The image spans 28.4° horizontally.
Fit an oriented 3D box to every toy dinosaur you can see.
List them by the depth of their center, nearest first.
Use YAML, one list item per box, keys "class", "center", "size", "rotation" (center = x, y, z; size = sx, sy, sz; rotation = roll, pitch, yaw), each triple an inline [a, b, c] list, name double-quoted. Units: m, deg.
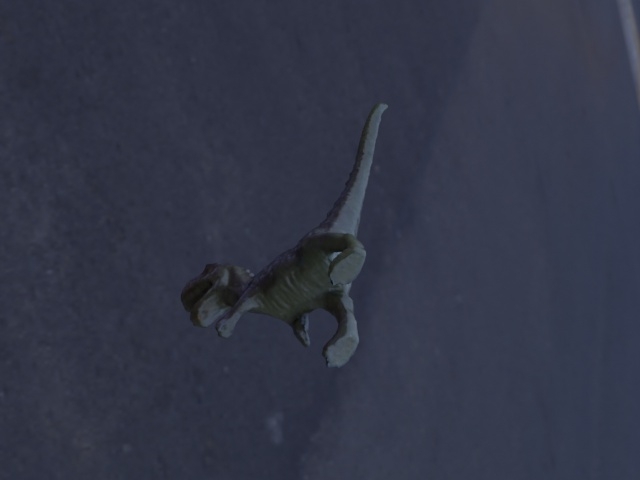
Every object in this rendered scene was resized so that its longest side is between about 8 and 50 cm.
- class: "toy dinosaur"
  center: [-0.004, -0.002, 1.042]
  size: [0.072, 0.251, 0.200]
  rotation: [36, 6, -33]
